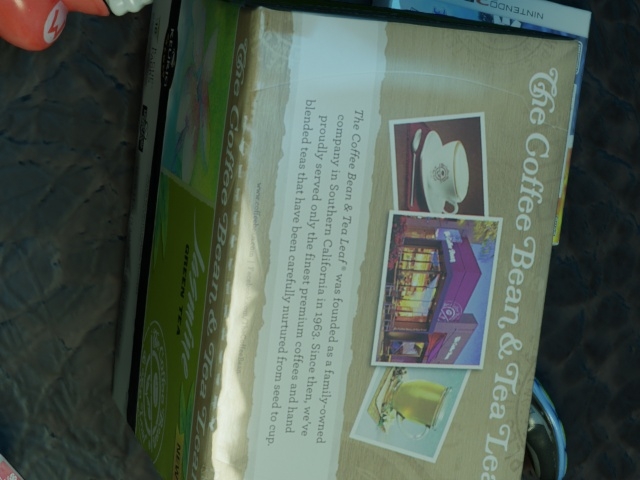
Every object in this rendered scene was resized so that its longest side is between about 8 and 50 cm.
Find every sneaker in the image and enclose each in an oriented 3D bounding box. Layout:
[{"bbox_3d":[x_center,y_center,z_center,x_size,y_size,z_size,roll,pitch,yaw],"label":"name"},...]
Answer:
[{"bbox_3d":[0.142,0.127,1.405,0.078,0.067,0.188,-36,104,4],"label":"sneaker"}]

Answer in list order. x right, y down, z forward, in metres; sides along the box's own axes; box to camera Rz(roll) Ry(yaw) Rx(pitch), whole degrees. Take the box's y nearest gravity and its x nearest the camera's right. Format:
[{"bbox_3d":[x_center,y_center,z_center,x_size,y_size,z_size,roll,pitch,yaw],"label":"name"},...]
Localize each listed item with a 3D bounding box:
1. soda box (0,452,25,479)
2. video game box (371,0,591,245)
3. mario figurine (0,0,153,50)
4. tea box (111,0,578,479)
[{"bbox_3d":[-0.327,0.104,1.198,0.083,0.092,0.263,-42,103,-17],"label":"soda box"},{"bbox_3d":[0.123,-0.110,1.403,0.187,0.048,0.205,10,86,-18],"label":"video game box"},{"bbox_3d":[-0.151,-0.282,1.228,0.198,0.170,0.320,27,74,-31],"label":"mario figurine"},{"bbox_3d":[0.000,0.000,1.170,0.220,0.323,0.329,4,99,-18],"label":"tea box"}]
